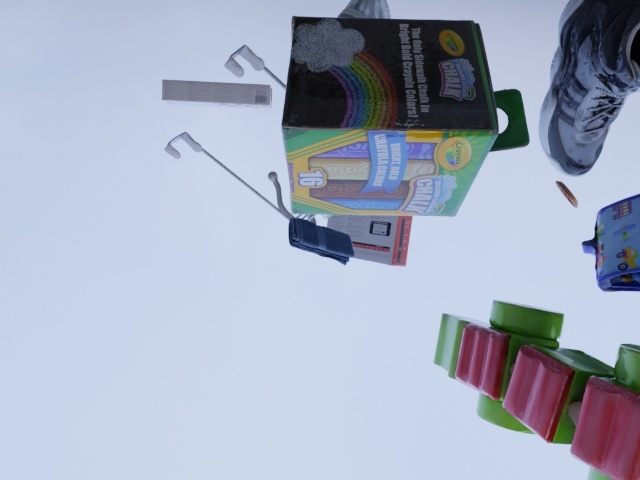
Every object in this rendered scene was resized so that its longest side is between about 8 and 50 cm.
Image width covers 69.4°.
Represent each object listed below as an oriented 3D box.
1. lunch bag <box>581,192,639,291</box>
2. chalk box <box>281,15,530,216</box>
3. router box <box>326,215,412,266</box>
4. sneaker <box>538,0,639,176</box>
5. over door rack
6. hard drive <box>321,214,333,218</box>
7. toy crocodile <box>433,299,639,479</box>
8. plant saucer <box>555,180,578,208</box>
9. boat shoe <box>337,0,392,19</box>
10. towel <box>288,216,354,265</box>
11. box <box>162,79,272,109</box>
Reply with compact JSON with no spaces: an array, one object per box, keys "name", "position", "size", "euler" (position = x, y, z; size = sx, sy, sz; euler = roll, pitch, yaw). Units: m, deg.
[{"name":"lunch bag","position":[0.668,-0.008,0.893],"size":[0.293,0.138,0.221],"euler":[-11,-143,37]},{"name":"chalk box","position":[0.105,-0.147,0.582],"size":[0.289,0.179,0.180],"euler":[2,-117,0]},{"name":"router box","position":[0.168,-0.080,1.635],"size":[0.082,0.301,0.335],"euler":[6,-177,-42]},{"name":"sneaker","position":[0.379,-0.192,0.611],"size":[0.101,0.268,0.153],"euler":[-10,-150,-4]},{"name":"over door rack","position":[-0.069,-0.170,0.825],"size":[0.324,0.239,0.108],"euler":[31,-136,-24]},{"name":"hard drive","position":[-0.001,-0.252,1.460],"size":[0.047,0.353,0.233],"euler":[-17,-114,-12]},{"name":"toy crocodile","position":[0.191,0.120,0.375],"size":[0.105,0.115,0.340],"euler":[12,-178,-19]},{"name":"plant saucer","position":[0.618,-0.117,1.156],"size":[0.013,0.083,0.083],"euler":[-37,-144,22]},{"name":"boat shoe","position":[0.123,-0.401,0.976],"size":[0.118,0.320,0.103],"euler":[33,-87,25]},{"name":"towel","position":[0.000,0.000,0.814],"size":[0.119,0.029,0.067],"euler":[17,-140,-22]},{"name":"box","position":[-0.308,-0.439,1.395],"size":[0.324,0.067,0.063],"euler":[1,-176,-2]}]
